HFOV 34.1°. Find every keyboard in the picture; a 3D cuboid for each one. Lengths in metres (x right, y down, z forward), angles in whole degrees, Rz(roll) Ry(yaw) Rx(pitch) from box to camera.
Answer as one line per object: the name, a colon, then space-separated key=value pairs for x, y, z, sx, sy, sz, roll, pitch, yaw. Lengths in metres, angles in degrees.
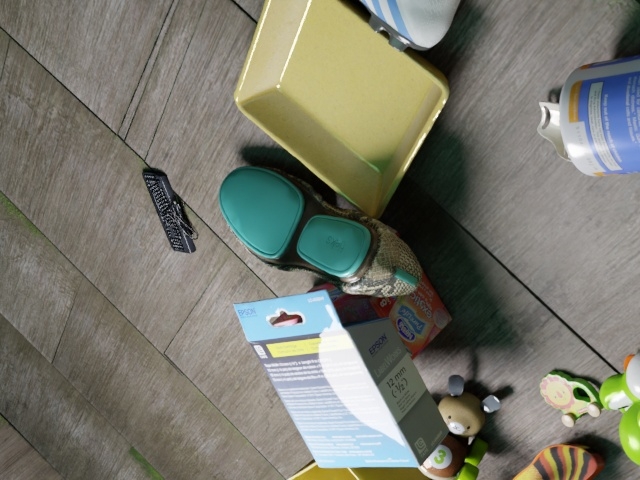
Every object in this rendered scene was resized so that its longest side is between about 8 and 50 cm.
keyboard: x=-0.319 y=-0.053 z=2.183 sx=0.100 sy=0.038 sz=0.192 roll=3 pitch=122 yaw=41

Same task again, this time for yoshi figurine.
yoshi figurine: x=0.551 y=0.226 z=1.486 sx=0.203 sy=0.203 sz=0.362 roll=45 pitch=144 yaw=-5

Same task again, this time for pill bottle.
pill bottle: x=0.451 y=-0.165 z=1.298 sx=0.272 sy=0.152 sz=0.152 roll=-3 pitch=118 yaw=44

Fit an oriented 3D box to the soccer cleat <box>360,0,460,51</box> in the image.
soccer cleat: x=0.069 y=-0.412 z=1.510 sx=0.331 sy=0.116 sz=0.143 roll=42 pitch=116 yaw=14

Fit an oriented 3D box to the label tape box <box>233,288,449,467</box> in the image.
label tape box: x=0.032 y=0.220 z=1.782 sx=0.249 sy=0.115 sz=0.347 roll=-13 pitch=109 yaw=46

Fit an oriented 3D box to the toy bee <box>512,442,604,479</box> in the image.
toy bee: x=0.347 y=0.453 z=1.822 sx=0.162 sy=0.298 sz=0.195 roll=38 pitch=171 yaw=27

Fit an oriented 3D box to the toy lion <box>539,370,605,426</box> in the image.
toy lion: x=0.419 y=0.260 z=1.756 sx=0.096 sy=0.034 sz=0.100 roll=56 pitch=140 yaw=4

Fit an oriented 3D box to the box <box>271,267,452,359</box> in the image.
box: x=0.065 y=0.151 z=1.899 sx=0.300 sy=0.154 sz=0.142 roll=-20 pitch=106 yaw=49

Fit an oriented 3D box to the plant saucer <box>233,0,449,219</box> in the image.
plant saucer: x=0.039 y=-0.244 z=1.666 sx=0.333 sy=0.081 sz=0.333 roll=41 pitch=142 yaw=11

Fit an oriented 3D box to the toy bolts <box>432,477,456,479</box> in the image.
toy bolts: x=0.295 y=0.507 z=1.989 sx=0.158 sy=0.218 sz=0.228 roll=63 pitch=173 yaw=4

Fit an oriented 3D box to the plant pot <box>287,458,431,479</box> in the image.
plant pot: x=0.100 y=0.475 z=2.092 sx=0.212 sy=0.187 sz=0.212 roll=48 pitch=140 yaw=2

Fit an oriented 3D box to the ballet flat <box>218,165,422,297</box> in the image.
ballet flat: x=0.000 y=0.000 z=1.816 sx=0.182 sy=0.164 sz=0.483 roll=28 pitch=179 yaw=-39

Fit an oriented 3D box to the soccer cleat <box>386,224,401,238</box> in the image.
soccer cleat: x=0.114 y=0.009 z=1.842 sx=0.035 sy=0.029 sz=0.083 roll=44 pitch=138 yaw=20

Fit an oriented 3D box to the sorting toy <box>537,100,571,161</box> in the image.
sorting toy: x=0.342 y=-0.167 z=1.487 sx=0.075 sy=0.045 sz=0.083 roll=27 pitch=136 yaw=35

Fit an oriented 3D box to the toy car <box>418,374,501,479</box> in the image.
toy car: x=0.248 y=0.332 z=1.895 sx=0.155 sy=0.149 sz=0.188 roll=29 pitch=125 yaw=6
